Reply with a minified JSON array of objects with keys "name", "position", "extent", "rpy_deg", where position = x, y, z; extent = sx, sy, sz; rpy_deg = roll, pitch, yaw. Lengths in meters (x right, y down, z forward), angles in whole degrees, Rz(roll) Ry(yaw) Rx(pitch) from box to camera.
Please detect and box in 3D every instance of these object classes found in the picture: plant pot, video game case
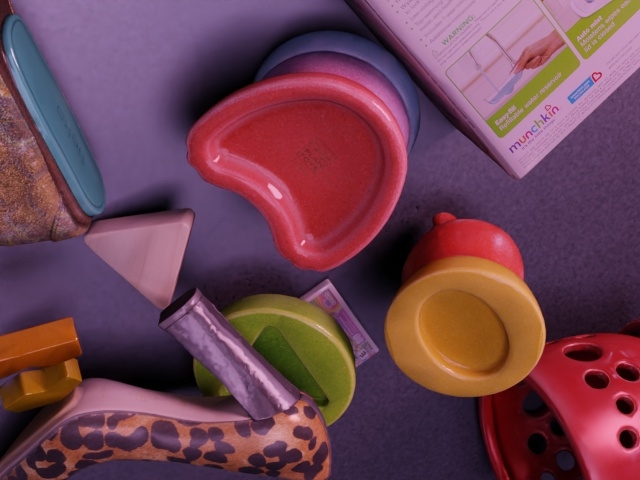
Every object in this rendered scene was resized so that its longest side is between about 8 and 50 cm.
[{"name":"plant pot","position":[0.257,0.170,1.011],"extent":[0.174,0.191,0.191],"rpy_deg":[-17,118,-20]},{"name":"video game case","position":[-0.021,0.099,0.979],"extent":[0.122,0.011,0.087],"rpy_deg":[-35,120,0]}]

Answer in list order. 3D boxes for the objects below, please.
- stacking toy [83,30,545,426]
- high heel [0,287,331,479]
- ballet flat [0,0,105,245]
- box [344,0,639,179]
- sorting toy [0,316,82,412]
[{"name":"stacking toy","position":[0.000,0.000,0.908],"extent":[0.279,0.130,0.309],"rpy_deg":[-26,115,24]},{"name":"high heel","position":[-0.128,0.180,0.900],"extent":[0.261,0.093,0.186],"rpy_deg":[-38,104,15]},{"name":"ballet flat","position":[-0.245,-0.145,0.738],"extent":[0.123,0.123,0.348],"rpy_deg":[-20,119,-9]},{"name":"box","position":[0.151,-0.221,0.824],"extent":[0.262,0.127,0.231],"rpy_deg":[-44,119,5]},{"name":"sorting toy","position":[-0.321,0.122,0.820],"extent":[0.307,0.041,0.229],"rpy_deg":[-15,155,-12]}]
